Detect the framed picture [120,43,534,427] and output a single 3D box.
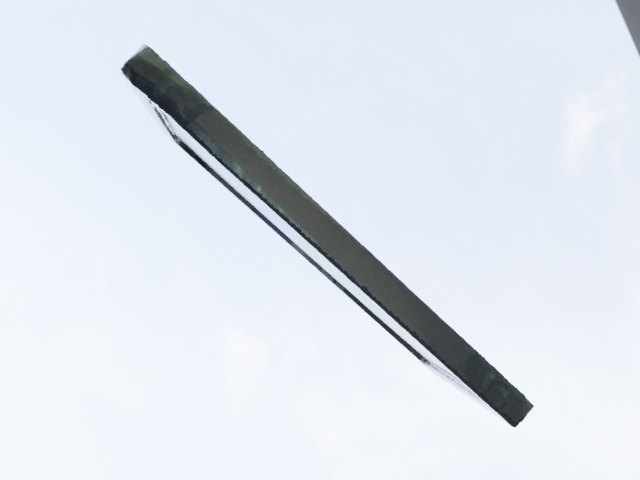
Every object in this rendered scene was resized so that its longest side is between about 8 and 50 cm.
[{"bbox_3d":[0.000,0.000,0.470,0.260,0.189,0.023,42,-94,-3],"label":"framed picture"}]
